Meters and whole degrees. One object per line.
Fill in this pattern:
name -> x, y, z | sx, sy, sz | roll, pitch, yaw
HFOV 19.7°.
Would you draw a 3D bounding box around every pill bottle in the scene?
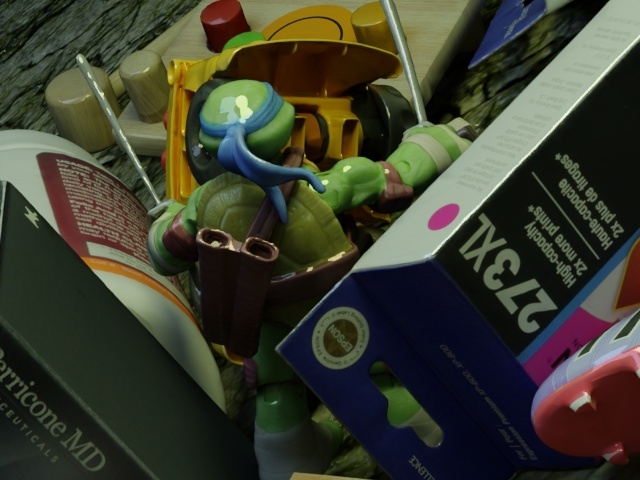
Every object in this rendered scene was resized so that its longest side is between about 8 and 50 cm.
pill bottle -> -0.212, 0.062, 1.389 | 0.224, 0.224, 0.392 | -39, 24, 3

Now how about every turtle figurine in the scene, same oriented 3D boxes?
turtle figurine -> 0.000, 0.000, 1.131 | 0.198, 0.266, 0.274 | -21, 23, -11

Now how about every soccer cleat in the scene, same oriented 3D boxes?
soccer cleat -> 0.222, 0.036, 0.996 | 0.248, 0.083, 0.095 | -30, 37, 11

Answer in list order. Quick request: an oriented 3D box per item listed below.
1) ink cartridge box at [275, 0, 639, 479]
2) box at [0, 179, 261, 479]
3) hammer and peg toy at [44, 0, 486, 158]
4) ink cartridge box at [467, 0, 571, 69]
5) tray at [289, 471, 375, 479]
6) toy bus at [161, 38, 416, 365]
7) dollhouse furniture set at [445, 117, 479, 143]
ink cartridge box -> 0.162, -0.008, 1.044 | 0.371, 0.176, 0.069 | -45, 27, -9
box -> -0.210, 0.179, 1.112 | 0.294, 0.296, 0.182 | -36, 25, 10
hammer and peg toy -> -0.054, -0.166, 1.530 | 0.361, 0.127, 0.266 | 7, 49, 31
ink cartridge box -> 0.243, -0.267, 1.391 | 0.307, 0.072, 0.303 | -29, 12, 20
tray -> 0.110, 0.218, 0.810 | 0.411, 0.076, 0.203 | 0, 46, 41
toy bus -> -0.049, -0.031, 1.310 | 0.211, 0.149, 0.220 | 9, 98, 58
dollhouse furniture set -> 0.156, -0.056, 1.257 | 0.114, 0.091, 0.081 | -32, 42, 11
